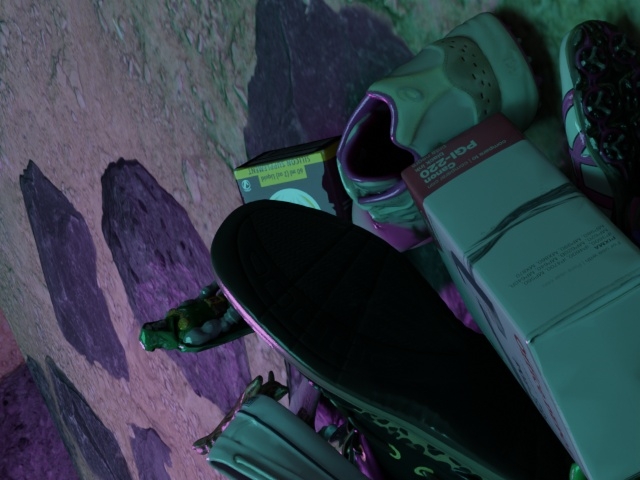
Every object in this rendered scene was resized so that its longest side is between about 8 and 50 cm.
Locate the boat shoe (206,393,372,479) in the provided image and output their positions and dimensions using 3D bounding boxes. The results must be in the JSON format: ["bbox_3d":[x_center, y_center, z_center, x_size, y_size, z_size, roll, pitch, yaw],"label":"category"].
[{"bbox_3d":[0.015,0.244,0.959,0.258,0.084,0.095,38,156,11],"label":"boat shoe"}]

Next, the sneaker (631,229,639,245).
[{"bbox_3d":[0.233,0.012,0.698,0.068,0.071,0.170,-71,-30,-78],"label":"sneaker"}]

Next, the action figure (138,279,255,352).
[{"bbox_3d":[-0.086,0.068,1.193,0.137,0.232,0.063,26,132,54],"label":"action figure"}]

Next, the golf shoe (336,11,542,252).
[{"bbox_3d":[0.060,-0.067,0.914,0.115,0.140,0.306,58,154,17],"label":"golf shoe"}]

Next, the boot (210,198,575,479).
[{"bbox_3d":[0.052,0.144,1.007,0.377,0.138,0.284,31,150,6],"label":"boot"}]

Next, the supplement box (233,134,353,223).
[{"bbox_3d":[0.000,0.000,1.100,0.104,0.081,0.188,-10,103,28],"label":"supplement box"}]

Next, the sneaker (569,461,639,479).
[{"bbox_3d":[0.278,0.191,0.705,0.295,0.123,0.109,15,123,58],"label":"sneaker"}]

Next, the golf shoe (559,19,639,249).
[{"bbox_3d":[0.190,-0.053,0.750,0.086,0.067,0.186,0,110,65],"label":"golf shoe"}]

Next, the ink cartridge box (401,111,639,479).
[{"bbox_3d":[0.153,0.036,0.752,0.158,0.092,0.218,60,179,-35],"label":"ink cartridge box"}]

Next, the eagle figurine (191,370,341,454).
[{"bbox_3d":[-0.015,0.313,1.302,0.298,0.225,0.226,46,178,5],"label":"eagle figurine"}]
